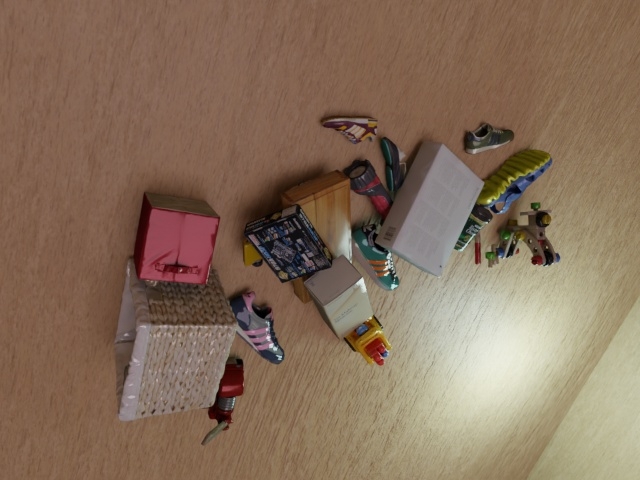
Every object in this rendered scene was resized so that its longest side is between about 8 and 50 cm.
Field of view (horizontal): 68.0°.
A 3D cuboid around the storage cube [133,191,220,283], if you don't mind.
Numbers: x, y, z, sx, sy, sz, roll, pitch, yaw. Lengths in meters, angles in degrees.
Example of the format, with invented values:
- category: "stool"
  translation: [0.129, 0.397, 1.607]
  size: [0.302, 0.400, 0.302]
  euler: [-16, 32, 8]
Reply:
- category: "storage cube"
  translation: [-0.396, -0.008, 1.297]
  size: [0.183, 0.215, 0.193]
  euler: [8, 103, -27]

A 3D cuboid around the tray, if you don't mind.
- category: "tray"
  translation: [0.000, 0.000, 1.497]
  size: [0.202, 0.076, 0.411]
  euler: [-26, 135, -23]

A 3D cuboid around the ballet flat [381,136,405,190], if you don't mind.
- category: "ballet flat"
  translation: [0.243, -0.256, 1.549]
  size: [0.074, 0.074, 0.203]
  euler: [-24, 129, -12]

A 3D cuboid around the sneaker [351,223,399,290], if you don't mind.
- category: "sneaker"
  translation: [0.214, 0.063, 1.654]
  size: [0.121, 0.108, 0.302]
  euler: [-28, 126, 21]

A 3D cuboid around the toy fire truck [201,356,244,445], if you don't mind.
- category: "toy fire truck"
  translation: [-0.330, 0.542, 1.583]
  size: [0.158, 0.246, 0.217]
  euler: [6, 112, -27]

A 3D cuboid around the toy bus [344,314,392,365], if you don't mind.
- category: "toy bus"
  translation: [0.166, 0.352, 1.737]
  size: [0.149, 0.211, 0.220]
  euler: [-36, 123, -2]

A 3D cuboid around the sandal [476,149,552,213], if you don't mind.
- category: "sandal"
  translation: [0.716, -0.213, 1.761]
  size: [0.317, 0.126, 0.138]
  euler: [-36, 125, 7]

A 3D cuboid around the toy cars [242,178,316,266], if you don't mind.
- category: "toy cars"
  translation: [-0.099, -0.072, 1.479]
  size: [0.394, 0.087, 0.176]
  euler: [-48, 140, -1]

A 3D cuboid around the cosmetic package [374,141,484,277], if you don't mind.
- category: "cosmetic package"
  translation: [0.377, -0.099, 1.608]
  size: [0.284, 0.097, 0.377]
  euler: [29, 86, -36]

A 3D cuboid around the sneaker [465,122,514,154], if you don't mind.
- category: "sneaker"
  translation: [0.592, -0.369, 1.651]
  size: [0.192, 0.064, 0.086]
  euler: [-21, 127, -10]

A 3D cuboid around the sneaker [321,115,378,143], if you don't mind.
- category: "sneaker"
  translation: [0.091, -0.333, 1.439]
  size: [0.185, 0.069, 0.084]
  euler: [-5, 111, -21]

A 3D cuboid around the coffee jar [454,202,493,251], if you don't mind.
- category: "coffee jar"
  translation: [0.544, -0.051, 1.755]
  size: [0.096, 0.079, 0.184]
  euler: [23, 120, -24]

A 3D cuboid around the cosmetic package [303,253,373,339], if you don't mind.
- category: "cosmetic package"
  translation: [0.068, 0.196, 1.571]
  size: [0.160, 0.113, 0.309]
  euler: [-36, 149, -8]

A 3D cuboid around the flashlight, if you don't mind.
- category: "flashlight"
  translation: [0.187, -0.128, 1.572]
  size: [0.103, 0.103, 0.304]
  euler: [-23, 127, 19]

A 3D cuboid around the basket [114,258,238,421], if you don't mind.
- category: "basket"
  translation: [-0.428, 0.275, 1.352]
  size: [0.266, 0.328, 0.331]
  euler: [7, 115, -29]

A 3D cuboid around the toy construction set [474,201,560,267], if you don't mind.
- category: "toy construction set"
  translation: [0.758, -0.030, 1.844]
  size: [0.308, 0.257, 0.237]
  euler: [-5, 100, 3]

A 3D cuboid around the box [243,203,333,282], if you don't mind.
- category: "box"
  translation: [-0.088, 0.015, 1.370]
  size: [0.175, 0.051, 0.220]
  euler: [-20, 126, 21]

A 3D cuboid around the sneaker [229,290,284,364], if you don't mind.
- category: "sneaker"
  translation: [-0.190, 0.300, 1.607]
  size: [0.131, 0.112, 0.319]
  euler: [-37, 125, 0]
